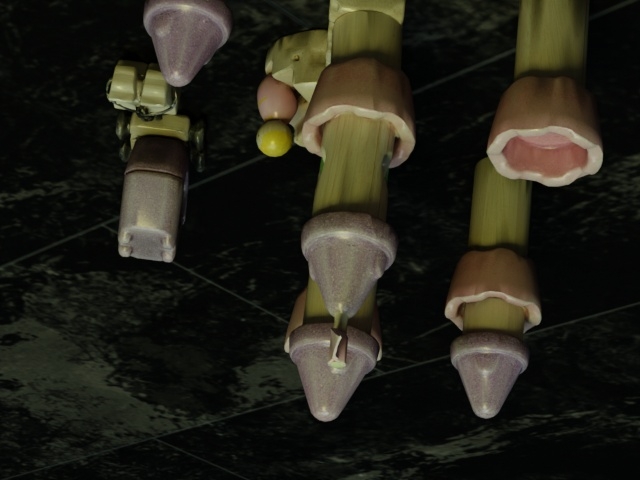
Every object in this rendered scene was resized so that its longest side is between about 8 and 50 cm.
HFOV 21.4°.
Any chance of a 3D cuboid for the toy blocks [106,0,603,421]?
[{"bbox_3d":[0.000,0.000,1.051,0.309,0.260,0.288,7,153,1],"label":"toy blocks"}]
